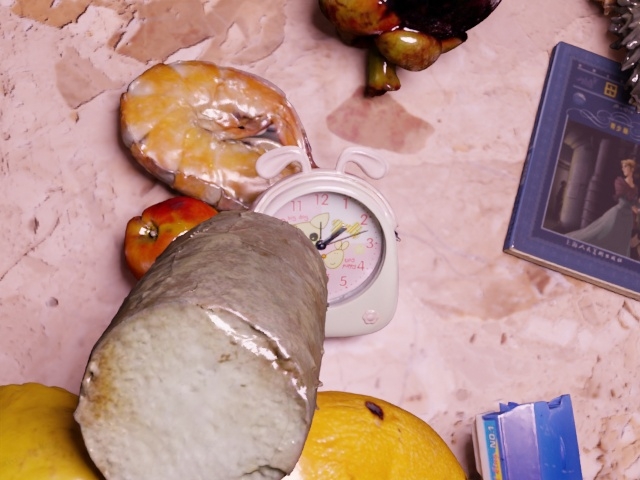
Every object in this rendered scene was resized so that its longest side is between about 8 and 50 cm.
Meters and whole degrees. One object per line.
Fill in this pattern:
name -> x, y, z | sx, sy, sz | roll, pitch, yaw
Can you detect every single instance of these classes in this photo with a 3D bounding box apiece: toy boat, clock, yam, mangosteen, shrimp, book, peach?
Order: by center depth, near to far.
yam -> -0.075, 0.074, 0.605 | 0.161, 0.268, 0.161 | 1, 108, 2
clock -> 0.000, 0.000, 0.749 | 0.152, 0.062, 0.190 | 0, 112, -6
peach -> -0.133, 0.008, 0.753 | 0.101, 0.101, 0.100 | 3, 77, -11
toy boat -> 0.207, 0.302, 0.754 | 0.129, 0.088, 0.295 | 4, 77, -50
shrimp -> -0.053, -0.088, 0.810 | 0.317, 0.062, 0.164 | 26, 66, -6
mangosteen -> 0.089, -0.271, 0.820 | 0.212, 0.211, 0.249 | 17, 106, -8
book -> 0.329, -0.081, 0.903 | 0.191, 0.025, 0.269 | 20, 74, -7

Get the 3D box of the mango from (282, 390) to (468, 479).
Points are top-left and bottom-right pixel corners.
mango -> 0.029, 0.228, 0.701 | 0.295, 0.120, 0.177 | 26, 61, -42

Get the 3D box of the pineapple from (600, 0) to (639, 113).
pineapple -> 0.371, -0.282, 0.878 | 0.158, 0.158, 0.278 | 7, 68, -10

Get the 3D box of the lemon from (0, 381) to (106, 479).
lemon -> -0.204, 0.277, 0.585 | 0.286, 0.285, 0.316 | 2, 52, -11
